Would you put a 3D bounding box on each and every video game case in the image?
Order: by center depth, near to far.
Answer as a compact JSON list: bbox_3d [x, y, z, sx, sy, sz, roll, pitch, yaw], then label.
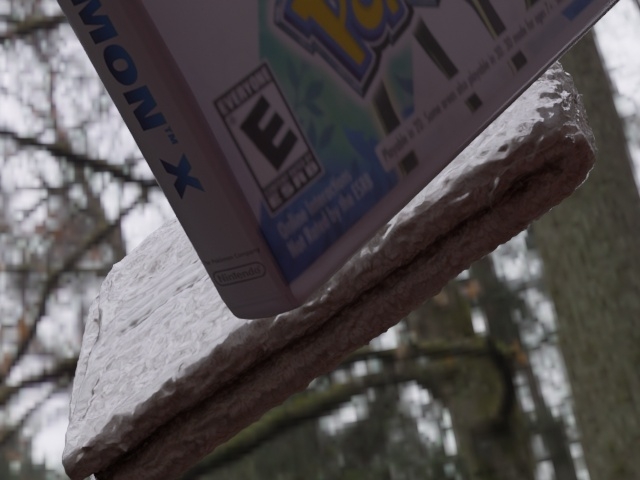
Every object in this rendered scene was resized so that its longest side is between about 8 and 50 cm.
[{"bbox_3d":[0.003,-0.182,0.640,0.036,0.329,0.300,-13,-68,44],"label":"video game case"}]

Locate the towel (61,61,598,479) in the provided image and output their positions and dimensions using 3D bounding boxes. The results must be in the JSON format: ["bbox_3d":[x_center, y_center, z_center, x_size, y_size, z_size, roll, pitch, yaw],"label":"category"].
[{"bbox_3d":[0.000,0.000,0.815,0.282,0.187,0.049,-35,-67,16],"label":"towel"}]
